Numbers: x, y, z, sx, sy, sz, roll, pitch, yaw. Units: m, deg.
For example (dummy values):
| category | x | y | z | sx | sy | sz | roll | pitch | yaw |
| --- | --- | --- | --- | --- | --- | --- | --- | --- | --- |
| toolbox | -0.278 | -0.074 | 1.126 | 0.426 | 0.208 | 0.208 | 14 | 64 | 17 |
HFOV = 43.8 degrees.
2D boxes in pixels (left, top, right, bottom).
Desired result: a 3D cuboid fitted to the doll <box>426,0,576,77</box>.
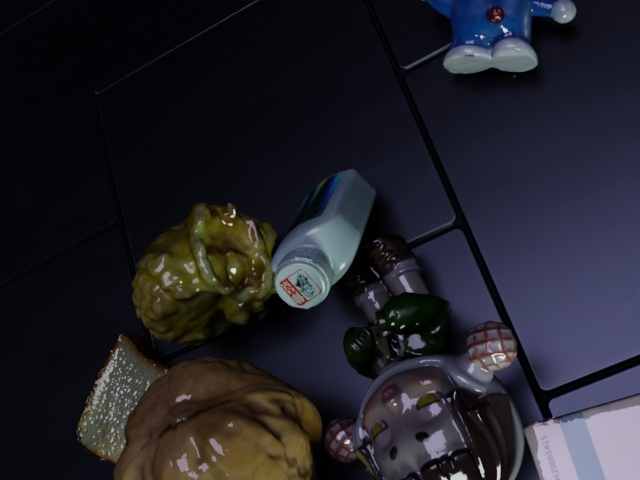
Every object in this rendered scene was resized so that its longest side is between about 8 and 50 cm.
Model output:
| category | x | y | z | sx | sy | sz | roll | pitch | yaw |
| --- | --- | --- | --- | --- | --- | --- | --- | --- | --- |
| doll | 0.233 | -0.351 | 1.070 | 0.215 | 0.161 | 0.256 | 3 | 91 | 11 |

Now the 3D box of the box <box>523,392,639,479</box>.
| category | x | y | z | sx | sy | sz | roll | pitch | yaw |
| --- | --- | --- | --- | --- | --- | --- | --- | --- | --- |
| box | 0.361 | 0.335 | 0.828 | 0.200 | 0.065 | 0.343 | -21 | 66 | 17 |

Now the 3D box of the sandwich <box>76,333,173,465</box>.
| category | x | y | z | sx | sy | sz | roll | pitch | yaw |
| --- | --- | --- | --- | --- | --- | --- | --- | --- | --- |
| sandwich | -0.227 | 0.248 | 1.118 | 0.215 | 0.065 | 0.186 | 17 | 82 | 27 |

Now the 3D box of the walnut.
| category | x | y | z | sx | sy | sz | roll | pitch | yaw |
| --- | --- | --- | --- | --- | --- | --- | --- | --- | --- |
| walnut | -0.110 | 0.260 | 0.934 | 0.257 | 0.257 | 0.224 | -42 | 47 | 7 |

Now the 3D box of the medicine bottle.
| category | x | y | z | sx | sy | sz | roll | pitch | yaw |
| --- | --- | --- | --- | --- | --- | --- | --- | --- | --- |
| medicine bottle | 0.000 | 0.000 | 1.007 | 0.083 | 0.229 | 0.121 | 45 | 118 | -11 |

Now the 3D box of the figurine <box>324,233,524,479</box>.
| category | x | y | z | sx | sy | sz | roll | pitch | yaw |
| --- | --- | --- | --- | --- | --- | --- | --- | --- | --- |
| figurine | 0.118 | 0.167 | 0.942 | 0.281 | 0.167 | 0.370 | -40 | 52 | 28 |

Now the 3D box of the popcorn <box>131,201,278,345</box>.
| category | x | y | z | sx | sy | sz | roll | pitch | yaw |
| --- | --- | --- | --- | --- | --- | --- | --- | --- | --- |
| popcorn | -0.147 | 0.047 | 1.063 | 0.189 | 0.218 | 0.169 | -33 | 93 | 39 |
